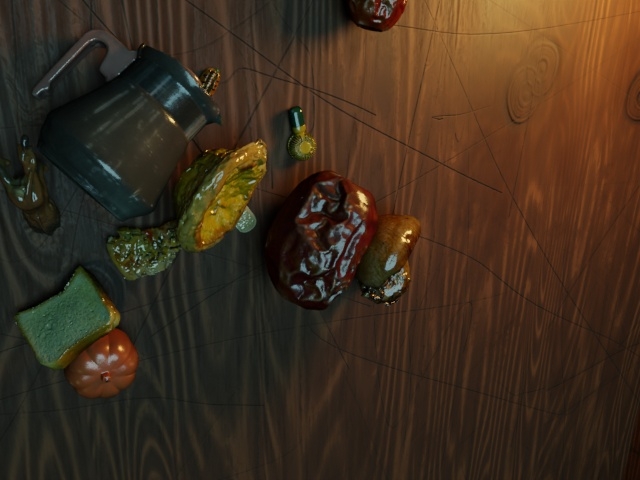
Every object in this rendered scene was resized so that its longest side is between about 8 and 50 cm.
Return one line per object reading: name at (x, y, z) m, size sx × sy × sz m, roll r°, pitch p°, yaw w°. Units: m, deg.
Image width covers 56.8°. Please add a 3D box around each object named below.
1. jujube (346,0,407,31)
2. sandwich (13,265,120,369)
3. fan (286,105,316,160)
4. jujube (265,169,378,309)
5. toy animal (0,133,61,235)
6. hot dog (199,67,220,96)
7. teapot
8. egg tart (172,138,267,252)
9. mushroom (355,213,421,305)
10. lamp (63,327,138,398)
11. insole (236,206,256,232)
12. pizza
jujube at (0.153, -0.679, 1.543) m, size 0.174 × 0.174 × 0.250 m, roll 3°, pitch 103°, yaw -28°
sandwich at (-0.626, 0.195, 1.471) m, size 0.215 × 0.186 × 0.065 m, roll -36°, pitch 159°, yaw -8°
fan at (-0.058, -0.297, 1.650) m, size 0.082 × 0.039 × 0.155 m, roll -21°, pitch 116°, yaw -18°
jujube at (-0.002, 0.000, 1.648) m, size 0.276 × 0.276 × 0.376 m, roll 29°, pitch 87°, yaw -32°
toy animal at (-0.636, -0.101, 1.309) m, size 0.097 × 0.312 × 0.157 m, roll -21°, pitch 86°, yaw -18°
hot dog at (-0.292, -0.382, 1.503) m, size 0.049 × 0.037 × 0.122 m, roll 22°, pitch 96°, yaw -28°
teapot at (-0.446, -0.276, 1.347) m, size 0.376 × 0.305 × 0.361 m, roll 42°, pitch 77°, yaw -5°
egg tart at (-0.266, -0.123, 1.493) m, size 0.129 × 0.341 × 0.341 m, roll 37°, pitch 89°, yaw 12°
mushroom at (0.188, 0.051, 1.781) m, size 0.195 × 0.263 × 0.283 m, roll 12°, pitch 81°, yaw -7°
lamp at (-0.570, 0.323, 1.545) m, size 0.188 × 0.164 × 0.187 m, roll -10°, pitch 112°, yaw -26°
insole at (-0.257, -0.119, 1.630) m, size 0.081 × 0.011 × 0.248 m, roll -40°, pitch 121°, yaw -9°
pizza at (-0.441, 0.025, 1.559) m, size 0.226 × 0.069 × 0.147 m, roll -11°, pitch 111°, yaw -23°
